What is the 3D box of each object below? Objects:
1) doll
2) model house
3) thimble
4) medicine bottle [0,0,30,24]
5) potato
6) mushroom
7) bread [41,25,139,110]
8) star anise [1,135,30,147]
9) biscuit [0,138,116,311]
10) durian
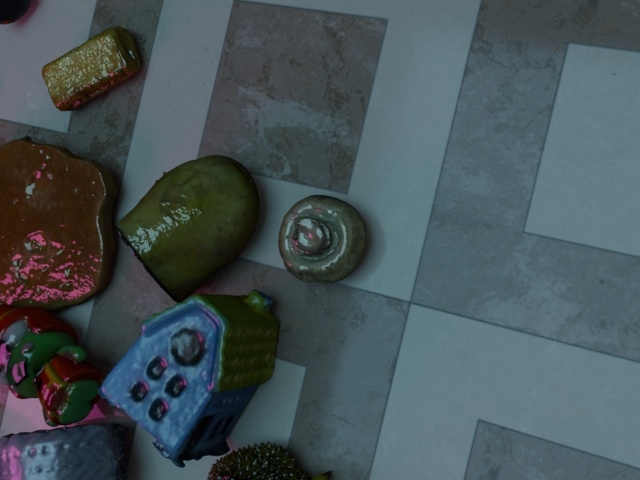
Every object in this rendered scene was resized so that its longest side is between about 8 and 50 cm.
[{"bbox_3d":[-0.586,0.230,1.797,0.363,0.160,0.182,31,113,24],"label":"doll"},{"bbox_3d":[-0.212,0.218,1.606,0.215,0.237,0.303,34,97,19],"label":"model house"},{"bbox_3d":[-0.501,0.441,1.717,0.246,0.217,0.157,-7,84,8],"label":"thimble"},{"bbox_3d":[-0.757,-0.608,1.942,0.141,0.141,0.293,-44,72,14],"label":"medicine bottle"},{"bbox_3d":[-0.235,-0.041,1.666,0.266,0.229,0.229,-37,73,0],"label":"potato"},{"bbox_3d":[0.000,0.000,1.591,0.166,0.127,0.166,1,92,27],"label":"mushroom"},{"bbox_3d":[-0.477,-0.357,1.838,0.211,0.083,0.114,-24,83,19],"label":"bread"},{"bbox_3d":[-0.667,-0.161,1.925,0.141,0.042,0.141,-2,84,23],"label":"star anise"},{"bbox_3d":[-0.602,-0.027,1.861,0.385,0.062,0.365,9,99,19],"label":"biscuit"},{"bbox_3d":[-0.105,0.463,1.593,0.237,0.138,0.193,-22,78,19],"label":"durian"}]
